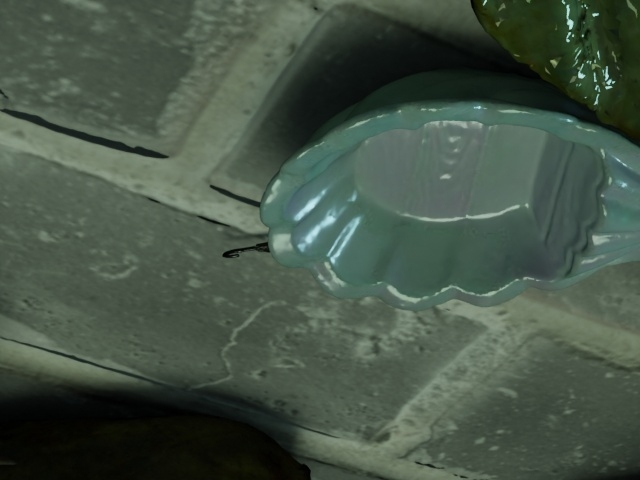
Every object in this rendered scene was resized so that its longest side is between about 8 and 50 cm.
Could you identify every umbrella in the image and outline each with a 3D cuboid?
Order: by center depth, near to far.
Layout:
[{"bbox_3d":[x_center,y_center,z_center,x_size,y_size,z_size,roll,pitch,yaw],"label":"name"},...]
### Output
[{"bbox_3d":[-0.001,-0.001,1.014,0.149,0.022,0.022,-8,104,-4],"label":"umbrella"}]

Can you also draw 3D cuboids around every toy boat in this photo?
[{"bbox_3d":[0.106,-0.042,0.900,0.290,0.100,0.199,3,141,-4],"label":"toy boat"}]

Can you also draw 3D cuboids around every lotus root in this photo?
[{"bbox_3d":[-0.174,0.273,1.184,0.346,0.250,0.250,-7,140,0],"label":"lotus root"}]

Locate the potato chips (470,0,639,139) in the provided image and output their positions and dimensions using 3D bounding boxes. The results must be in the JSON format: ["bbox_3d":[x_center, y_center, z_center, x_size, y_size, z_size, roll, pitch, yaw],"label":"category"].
[{"bbox_3d":[0.250,-0.185,0.710,0.358,0.070,0.429,-19,128,15],"label":"potato chips"}]

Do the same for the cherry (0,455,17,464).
[{"bbox_3d":[-0.381,0.131,1.028,0.300,0.203,0.230,25,137,-8],"label":"cherry"}]
